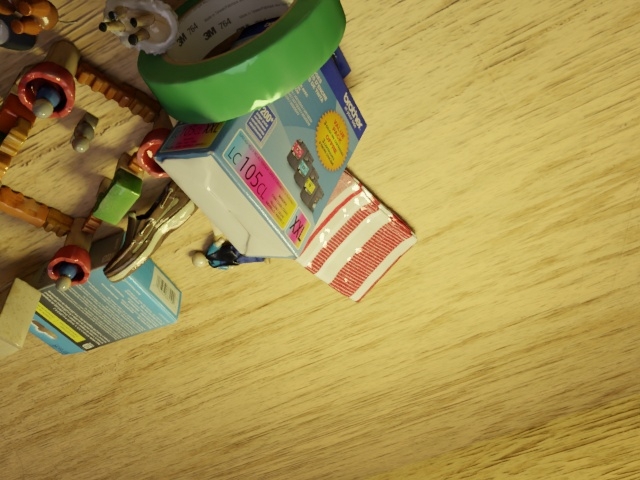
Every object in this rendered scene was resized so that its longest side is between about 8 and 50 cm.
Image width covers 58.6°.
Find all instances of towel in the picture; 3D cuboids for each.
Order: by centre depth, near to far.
[{"bbox_3d":[0.063,-0.004,1.345,0.237,0.037,0.329,-47,125,7],"label":"towel"}]

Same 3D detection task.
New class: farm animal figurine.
[{"bbox_3d":[-0.341,-0.458,0.804,0.327,0.172,0.330,14,119,7],"label":"farm animal figurine"}]

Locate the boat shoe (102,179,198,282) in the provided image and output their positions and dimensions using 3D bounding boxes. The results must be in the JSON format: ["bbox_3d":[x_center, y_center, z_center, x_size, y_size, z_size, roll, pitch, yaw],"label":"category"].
[{"bbox_3d":[-0.384,-0.027,1.234,0.257,0.095,0.095,-47,114,-13],"label":"boat shoe"}]

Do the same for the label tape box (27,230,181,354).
[{"bbox_3d":[-0.561,0.143,1.408,0.348,0.115,0.249,-18,133,15],"label":"label tape box"}]

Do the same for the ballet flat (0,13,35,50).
[{"bbox_3d":[-0.579,-0.371,0.938,0.203,0.074,0.074,33,122,-33],"label":"ballet flat"}]

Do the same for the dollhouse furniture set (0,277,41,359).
[{"bbox_3d":[-0.836,0.113,1.160,0.257,0.362,0.394,-29,129,19],"label":"dollhouse furniture set"}]

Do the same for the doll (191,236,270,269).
[{"bbox_3d":[-0.223,0.035,1.392,0.189,0.046,0.129,-6,144,7],"label":"doll"}]

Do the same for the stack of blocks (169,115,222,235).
[{"bbox_3d":[-0.200,-0.182,1.097,0.087,0.171,0.297,-14,116,5],"label":"stack of blocks"}]

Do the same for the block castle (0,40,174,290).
[{"bbox_3d":[-0.495,-0.118,1.093,0.303,0.212,0.453,30,124,-31],"label":"block castle"}]

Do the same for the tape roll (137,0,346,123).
[{"bbox_3d":[-0.123,-0.314,0.877,0.322,0.321,0.077,-20,135,11],"label":"tape roll"}]

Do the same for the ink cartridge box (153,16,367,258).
[{"bbox_3d":[-0.071,-0.203,1.006,0.151,0.395,0.270,3,145,35],"label":"ink cartridge box"}]
